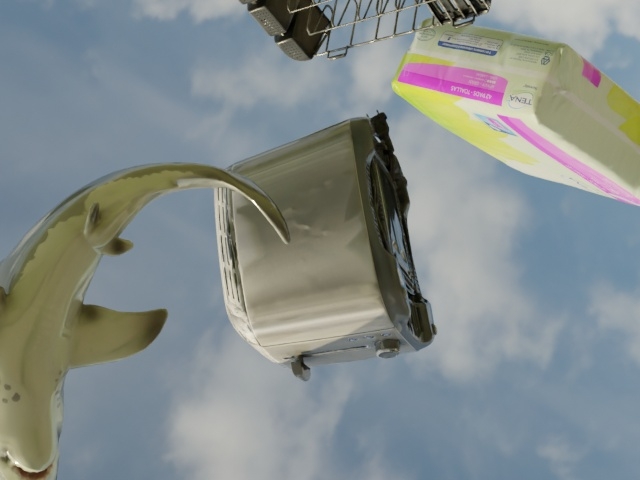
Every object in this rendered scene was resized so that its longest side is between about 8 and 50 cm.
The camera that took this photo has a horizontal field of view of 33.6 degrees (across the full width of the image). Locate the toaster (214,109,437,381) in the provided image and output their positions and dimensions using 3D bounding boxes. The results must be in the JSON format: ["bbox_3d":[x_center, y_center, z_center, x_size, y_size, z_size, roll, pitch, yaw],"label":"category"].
[{"bbox_3d":[0.000,0.000,0.878,0.129,0.146,0.227,48,-150,-61],"label":"toaster"}]

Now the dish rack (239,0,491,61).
[{"bbox_3d":[0.027,-0.274,1.035,0.208,0.271,0.074,43,-129,-42],"label":"dish rack"}]

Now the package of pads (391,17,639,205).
[{"bbox_3d":[0.249,-0.141,1.207,0.296,0.229,0.101,25,-91,-42],"label":"package of pads"}]

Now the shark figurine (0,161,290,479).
[{"bbox_3d":[-0.154,0.012,0.664,0.166,0.116,0.278,53,-121,-27],"label":"shark figurine"}]
